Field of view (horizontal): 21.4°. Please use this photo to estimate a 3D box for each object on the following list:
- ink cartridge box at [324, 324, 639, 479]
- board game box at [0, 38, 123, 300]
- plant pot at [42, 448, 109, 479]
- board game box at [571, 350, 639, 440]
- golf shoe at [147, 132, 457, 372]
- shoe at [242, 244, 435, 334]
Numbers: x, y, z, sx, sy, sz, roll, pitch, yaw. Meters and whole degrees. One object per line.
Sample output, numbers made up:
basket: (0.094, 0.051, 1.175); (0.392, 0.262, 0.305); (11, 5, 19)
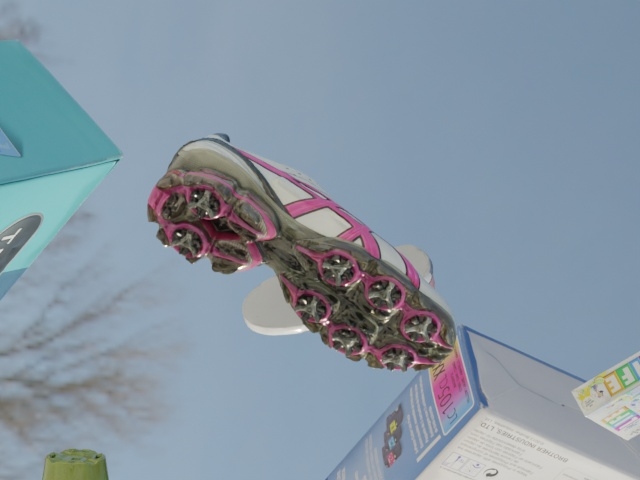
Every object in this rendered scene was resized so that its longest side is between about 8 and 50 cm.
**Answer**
ink cartridge box: (0.166, 0.319, 2.007); (0.395, 0.270, 0.151); (-52, -154, 27)
board game box: (-0.256, 0.045, 0.645); (0.079, 0.336, 0.254); (47, -67, 10)
plant pot: (-0.208, 0.221, 1.440); (0.083, 0.083, 0.079); (13, -77, 56)
board game box: (0.287, 0.128, 1.471); (0.103, 0.154, 0.026); (-32, -114, 13)
golf shoe: (0.000, 0.000, 0.933); (0.067, 0.186, 0.086); (-54, -175, 37)
shoe: (0.021, 0.063, 1.550); (0.081, 0.178, 0.063); (71, 3, -53)
